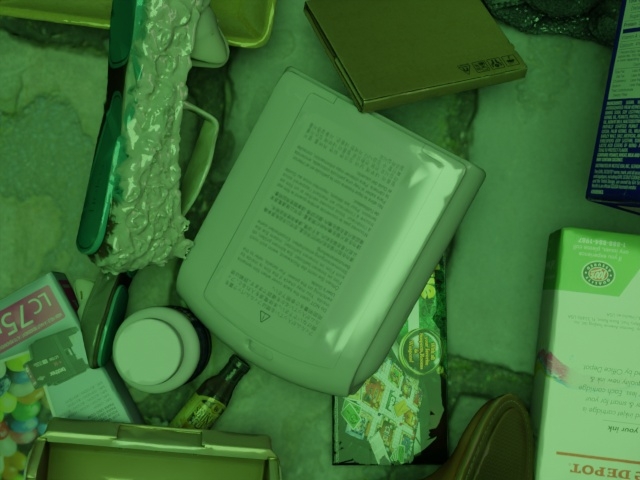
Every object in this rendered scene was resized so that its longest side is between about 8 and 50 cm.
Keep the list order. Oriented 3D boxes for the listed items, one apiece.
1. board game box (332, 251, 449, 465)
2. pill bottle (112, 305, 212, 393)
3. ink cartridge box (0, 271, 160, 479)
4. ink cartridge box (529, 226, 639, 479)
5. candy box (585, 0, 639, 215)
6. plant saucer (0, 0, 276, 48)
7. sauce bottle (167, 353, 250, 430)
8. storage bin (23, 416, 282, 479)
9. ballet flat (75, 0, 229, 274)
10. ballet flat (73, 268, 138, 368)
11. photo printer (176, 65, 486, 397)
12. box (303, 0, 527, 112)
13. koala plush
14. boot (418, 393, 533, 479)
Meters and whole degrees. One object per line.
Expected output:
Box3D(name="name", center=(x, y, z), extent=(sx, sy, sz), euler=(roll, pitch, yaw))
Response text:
Box3D(name="board game box", center=(0.079, 0.126, 1.363), extent=(0.136, 0.030, 0.260), euler=(0, 87, 4))
Box3D(name="pill bottle", center=(-0.174, 0.118, 1.300), extent=(0.094, 0.169, 0.094), euler=(0, 88, 2))
Box3D(name="ink cartridge box", center=(-0.307, 0.213, 1.357), extent=(0.186, 0.065, 0.311), euler=(-29, 88, 1))
Box3D(name="ink cartridge box", center=(0.338, 0.173, 1.306), extent=(0.207, 0.119, 0.353), euler=(7, 87, 3))
Box3D(name="candy box", center=(0.428, -0.168, 1.235), extent=(0.268, 0.122, 0.317), euler=(13, 88, -34))
Box3D(name="plant saucer", center=(-0.197, -0.396, 1.370), extent=(0.333, 0.081, 0.333), euler=(8, 88, 2))
Box3D(name="sauce bottle", center=(-0.130, 0.187, 1.359), extent=(0.042, 0.042, 0.128), euler=(37, 91, 3))
Box3D(name="storage bin", center=(-0.184, 0.338, 1.273), extent=(0.262, 0.123, 0.260), euler=(6, 100, -6))
Box3D(name="ballet flat", center=(-0.170, -0.164, 1.279), extent=(0.147, 0.147, 0.409), euler=(10, 96, 2))
Box3D(name="ballet flat", center=(-0.241, 0.041, 1.346), extent=(0.068, 0.072, 0.213), euler=(15, 71, 8))
Box3D(name="photo printer", center=(0.000, 0.000, 1.305), extent=(0.256, 0.107, 0.307), euler=(29, 96, 16))
Box3D(name="box", center=(0.103, -0.222, 1.311), extent=(0.201, 0.021, 0.164), euler=(-14, 55, -19))
Box3D(name="koala plush", center=(0.266, -0.322, 1.280), extent=(0.203, 0.221, 0.196), euler=(1, 88, 2))
Box3D(name="boot", center=(0.103, 0.289, 1.289), extent=(0.109, 0.220, 0.283), euler=(27, 74, -35))
